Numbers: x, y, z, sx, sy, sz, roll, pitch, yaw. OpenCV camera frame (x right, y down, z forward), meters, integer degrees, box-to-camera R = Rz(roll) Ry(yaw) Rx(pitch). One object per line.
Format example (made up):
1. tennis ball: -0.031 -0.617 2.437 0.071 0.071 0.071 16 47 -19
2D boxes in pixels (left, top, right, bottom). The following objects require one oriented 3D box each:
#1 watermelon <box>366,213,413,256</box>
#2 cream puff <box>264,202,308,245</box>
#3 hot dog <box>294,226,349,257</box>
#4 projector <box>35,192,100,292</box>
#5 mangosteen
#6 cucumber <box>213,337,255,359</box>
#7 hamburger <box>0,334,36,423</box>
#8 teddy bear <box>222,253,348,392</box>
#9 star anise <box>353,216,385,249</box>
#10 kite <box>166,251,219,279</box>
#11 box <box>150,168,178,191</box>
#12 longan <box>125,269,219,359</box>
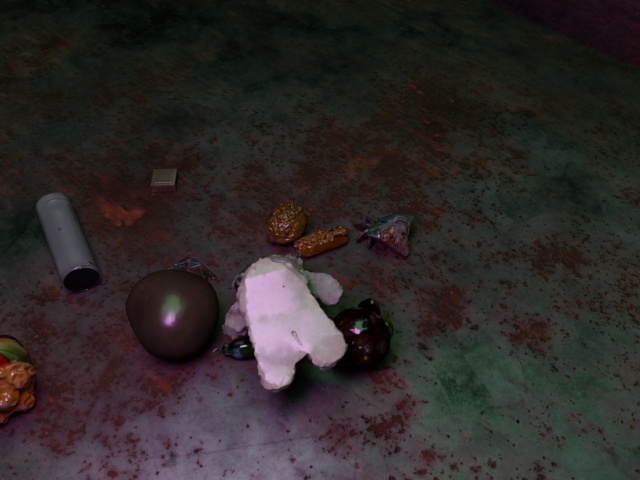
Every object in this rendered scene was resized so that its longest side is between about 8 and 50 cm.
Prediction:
1. watermelon: 0.237 -0.021 1.869 0.187 0.071 0.139 -24 80 -36
2. cream puff: -0.105 -0.057 1.882 0.126 0.103 0.144 -1 35 33
3. hot dog: 0.000 0.000 1.879 0.188 0.055 0.072 -19 53 -17
4. projector: -0.745 0.000 1.837 0.108 0.108 0.338 -22 53 -19
5. mangosteen: 0.104 0.239 1.608 0.172 0.173 0.184 13 47 11
6. cucumber: -0.156 0.278 1.638 0.249 0.056 0.056 -7 49 -7
7. hamburger: -0.777 0.346 1.462 0.237 0.237 0.149 -28 59 -23
8. teddy bear: -0.094 0.186 1.627 0.327 0.362 0.376 -25 77 -5
9. star anise: 0.167 -0.028 1.915 0.140 0.042 0.141 -1 50 1
10. kite: -0.385 0.099 1.818 0.189 0.010 0.159 -3 51 -1
11. box: -0.515 -0.198 2.058 0.083 0.035 0.079 -1 49 -1
12. longan: -0.377 0.190 1.603 0.245 0.215 0.246 -11 29 6
